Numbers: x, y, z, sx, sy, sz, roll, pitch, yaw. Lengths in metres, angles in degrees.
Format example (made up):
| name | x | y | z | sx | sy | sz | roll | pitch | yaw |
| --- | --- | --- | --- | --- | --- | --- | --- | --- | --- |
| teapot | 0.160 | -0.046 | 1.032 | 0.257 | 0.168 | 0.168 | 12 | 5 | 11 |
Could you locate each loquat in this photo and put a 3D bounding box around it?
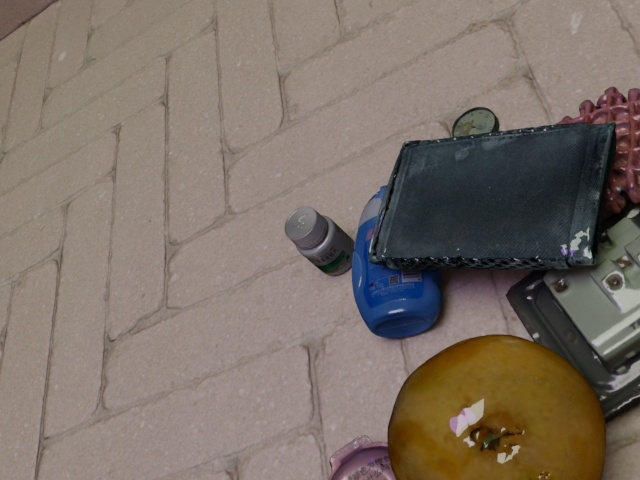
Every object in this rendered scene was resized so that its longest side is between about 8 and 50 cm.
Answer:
| name | x | y | z | sx | sy | sz | roll | pitch | yaw |
| --- | --- | --- | --- | --- | --- | --- | --- | --- | --- |
| loquat | 0.215 | 0.246 | 0.909 | 0.263 | 0.263 | 0.263 | -19 | 53 | 26 |

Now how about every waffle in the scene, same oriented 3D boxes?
| name | x | y | z | sx | sy | sz | roll | pitch | yaw |
| --- | --- | --- | --- | --- | --- | --- | --- | --- | --- |
| waffle | 0.429 | -0.135 | 1.095 | 0.221 | 0.055 | 0.234 | -41 | 37 | 3 |

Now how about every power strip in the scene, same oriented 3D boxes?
| name | x | y | z | sx | sy | sz | roll | pitch | yaw |
| --- | --- | --- | --- | --- | --- | --- | --- | --- | --- |
| power strip | 0.392 | 0.073 | 0.982 | 0.257 | 0.092 | 0.251 | -38 | 48 | 12 |

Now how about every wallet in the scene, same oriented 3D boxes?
| name | x | y | z | sx | sy | sz | roll | pitch | yaw |
| --- | --- | --- | --- | --- | --- | --- | --- | --- | --- |
| wallet | 0.249 | -0.057 | 1.096 | 0.342 | 0.075 | 0.237 | -2 | 56 | 37 |

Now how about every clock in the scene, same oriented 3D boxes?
| name | x | y | z | sx | sy | sz | roll | pitch | yaw |
| --- | --- | --- | --- | --- | --- | --- | --- | --- | --- |
| clock | 0.269 | -0.195 | 1.297 | 0.085 | 0.017 | 0.085 | -18 | 53 | 26 |

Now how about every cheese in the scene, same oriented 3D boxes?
| name | x | y | z | sx | sy | sz | roll | pitch | yaw |
| --- | --- | --- | --- | --- | --- | --- | --- | --- | --- |
| cheese | 0.093 | 0.395 | 1.008 | 0.189 | 0.074 | 0.286 | -40 | 50 | 9 |

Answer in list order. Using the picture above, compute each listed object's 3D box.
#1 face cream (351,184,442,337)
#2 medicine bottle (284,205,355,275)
| name | x | y | z | sx | sy | sz | roll | pitch | yaw |
| --- | --- | --- | --- | --- | --- | --- | --- | --- | --- |
| face cream | 0.120 | 0.024 | 1.217 | 0.149 | 0.083 | 0.264 | -14 | 55 | 20 |
| medicine bottle | 0.000 | 0.000 | 1.290 | 0.080 | 0.130 | 0.080 | -18 | 54 | 26 |
